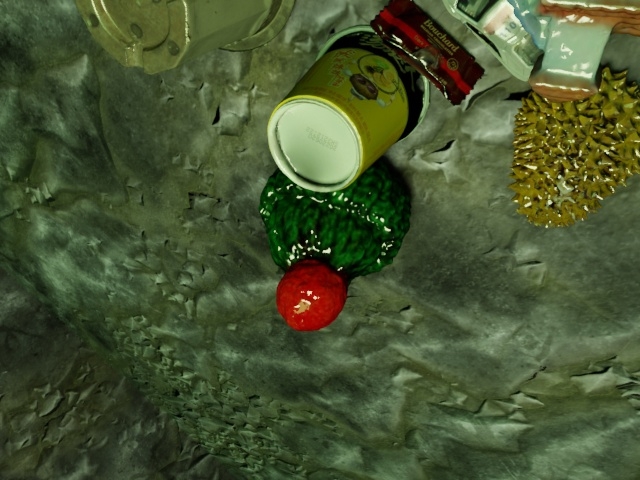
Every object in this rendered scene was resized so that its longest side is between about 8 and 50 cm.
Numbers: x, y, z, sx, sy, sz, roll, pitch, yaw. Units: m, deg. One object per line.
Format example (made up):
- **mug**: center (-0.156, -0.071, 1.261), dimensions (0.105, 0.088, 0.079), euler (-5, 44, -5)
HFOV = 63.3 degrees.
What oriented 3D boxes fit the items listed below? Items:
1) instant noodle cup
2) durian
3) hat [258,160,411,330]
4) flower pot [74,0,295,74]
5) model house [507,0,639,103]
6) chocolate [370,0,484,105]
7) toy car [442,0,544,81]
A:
- **instant noodle cup**: center (0.035, -0.194, 0.802), dimensions (0.216, 0.236, 0.215), euler (17, 132, 20)
- **durian**: center (0.368, -0.123, 0.750), dimensions (0.183, 0.138, 0.249), euler (15, 127, 30)
- **hat**: center (0.000, 0.000, 0.909), dimensions (0.274, 0.332, 0.242), euler (-4, 132, 28)
- **flower pot**: center (-0.207, -0.381, 0.763), dimensions (0.291, 0.259, 0.290), euler (16, 134, 18)
- **model house**: center (0.345, -0.311, 0.541), dimensions (0.295, 0.251, 0.329), euler (12, 139, 19)
- **chocolate**: center (0.161, -0.284, 0.768), dimensions (0.182, 0.086, 0.028), euler (42, 170, -4)
- **toy car**: center (0.249, -0.308, 0.710), dimensions (0.205, 0.056, 0.095), euler (40, 137, -7)
